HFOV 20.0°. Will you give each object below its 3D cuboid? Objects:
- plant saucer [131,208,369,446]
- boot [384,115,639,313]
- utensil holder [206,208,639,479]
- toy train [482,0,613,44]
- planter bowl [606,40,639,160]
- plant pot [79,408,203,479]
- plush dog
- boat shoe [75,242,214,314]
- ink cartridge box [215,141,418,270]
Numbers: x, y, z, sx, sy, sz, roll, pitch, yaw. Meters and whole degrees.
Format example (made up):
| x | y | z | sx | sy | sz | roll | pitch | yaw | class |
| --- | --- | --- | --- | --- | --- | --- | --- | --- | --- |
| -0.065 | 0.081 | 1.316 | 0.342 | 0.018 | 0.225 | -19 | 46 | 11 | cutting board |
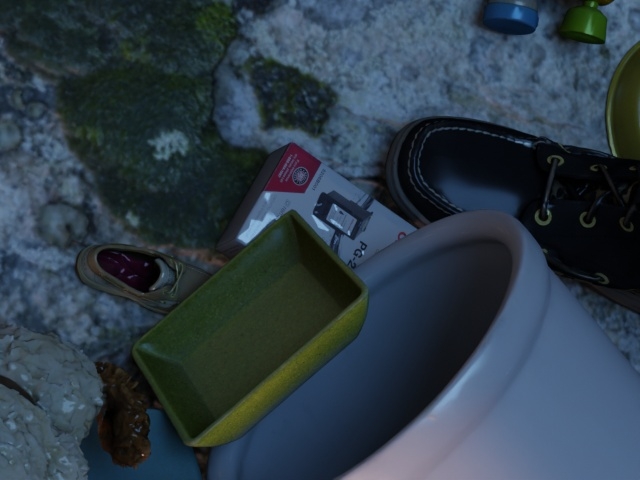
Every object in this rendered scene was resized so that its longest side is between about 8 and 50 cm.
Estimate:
| x | y | z | sx | sy | sz | roll | pitch | yaw | class |
| --- | --- | --- | --- | --- | --- | --- | --- | --- | --- |
| -0.052 | 0.080 | 1.494 | 0.188 | 0.188 | 0.045 | -41 | 119 | -1 | plant saucer |
| 0.275 | -0.037 | 1.628 | 0.377 | 0.284 | 0.138 | 25 | 72 | -18 | boot |
| 0.153 | 0.221 | 1.494 | 0.385 | 0.327 | 0.327 | 47 | 67 | -20 | utensil holder |
| 0.274 | -0.256 | 1.775 | 0.248 | 0.105 | 0.143 | 12 | 87 | -21 | toy train |
| 0.400 | -0.121 | 1.804 | 0.217 | 0.090 | 0.217 | 4 | 79 | -22 | planter bowl |
| -0.178 | 0.256 | 1.452 | 0.165 | 0.166 | 0.234 | 9 | 66 | -23 | plant pot |
| -0.247 | 0.145 | 1.315 | 0.262 | 0.210 | 0.225 | 13 | 36 | 4 | plush dog |
| -0.143 | 0.034 | 1.571 | 0.135 | 0.045 | 0.050 | 12 | 76 | -21 | boat shoe |
| 0.000 | 0.000 | 1.627 | 0.150 | 0.063 | 0.109 | 34 | 70 | -14 | ink cartridge box |
